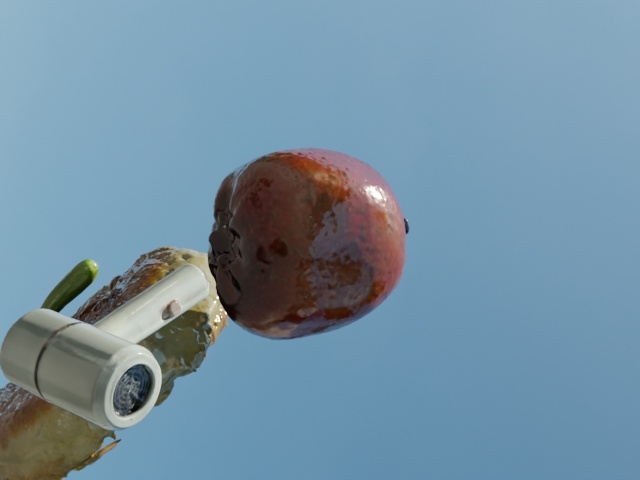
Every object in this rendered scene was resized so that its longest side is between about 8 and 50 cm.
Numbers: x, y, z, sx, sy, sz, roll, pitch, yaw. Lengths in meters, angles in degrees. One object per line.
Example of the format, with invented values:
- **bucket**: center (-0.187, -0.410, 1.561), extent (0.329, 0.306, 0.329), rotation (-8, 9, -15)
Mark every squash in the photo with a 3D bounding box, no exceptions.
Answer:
- **squash**: center (-0.263, 0.051, 0.915), extent (0.089, 0.027, 0.027), rotation (-41, -131, 15)

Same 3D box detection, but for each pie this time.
- **pie**: center (-0.218, 0.115, 0.855), extent (0.315, 0.092, 0.315), rotation (-35, -165, 11)

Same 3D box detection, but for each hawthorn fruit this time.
- **hawthorn fruit**: center (0.000, 0.000, 0.747), extent (0.169, 0.188, 0.169), rotation (177, -90, -67)

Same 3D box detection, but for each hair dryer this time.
- **hair dryer**: center (-0.105, 0.051, 0.512), extent (0.082, 0.137, 0.047), rotation (15, -58, 31)
